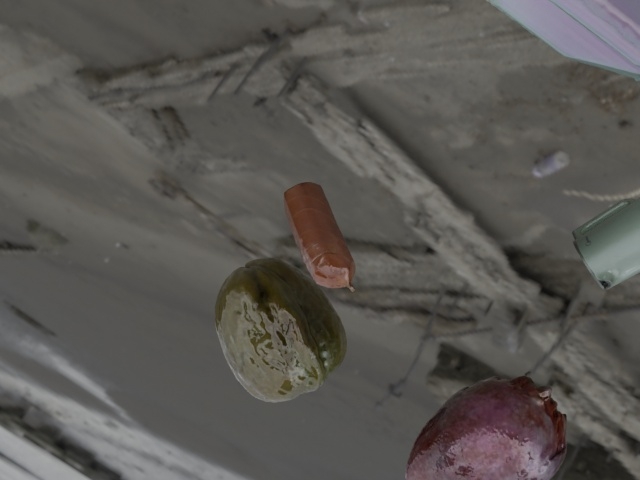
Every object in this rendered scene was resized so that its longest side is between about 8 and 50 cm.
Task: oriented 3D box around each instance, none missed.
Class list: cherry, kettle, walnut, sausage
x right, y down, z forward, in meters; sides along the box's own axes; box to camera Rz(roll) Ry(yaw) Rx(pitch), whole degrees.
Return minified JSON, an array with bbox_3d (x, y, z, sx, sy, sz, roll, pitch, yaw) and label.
[{"bbox_3d":[0.234,0.292,1.455,0.192,0.250,0.175,-132,16,-84],"label":"cherry"},{"bbox_3d":[0.449,-0.010,1.481,0.098,0.148,0.126,25,-144,-58],"label":"kettle"},{"bbox_3d":[-0.082,0.168,1.925,0.283,0.227,0.283,52,162,25],"label":"walnut"},{"bbox_3d":[-0.001,0.000,1.336,0.065,0.065,0.169,60,-175,-50],"label":"sausage"}]

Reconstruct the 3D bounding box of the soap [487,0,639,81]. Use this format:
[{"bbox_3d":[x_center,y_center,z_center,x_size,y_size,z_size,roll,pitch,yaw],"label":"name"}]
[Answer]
[{"bbox_3d":[0.329,-0.333,1.100,0.446,0.261,0.156,32,173,-19],"label":"soap"}]
